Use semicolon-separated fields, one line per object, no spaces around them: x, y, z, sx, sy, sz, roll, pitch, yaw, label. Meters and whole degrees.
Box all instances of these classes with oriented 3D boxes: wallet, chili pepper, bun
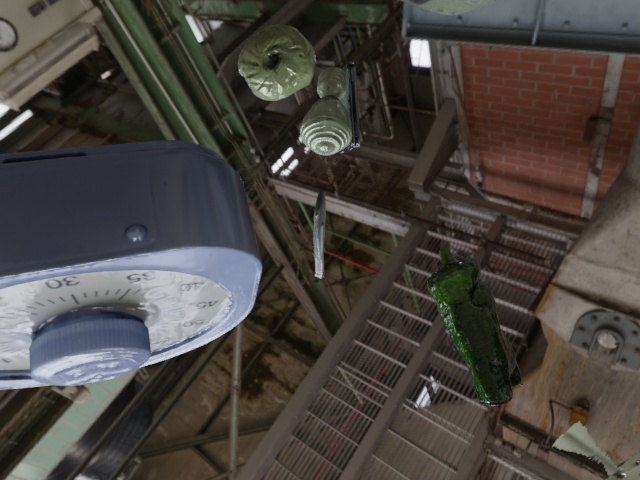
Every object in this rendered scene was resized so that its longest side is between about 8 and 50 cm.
0.061;-0.345;1.253;0.036;0.222;0.167;-2;-179;-17;wallet
0.265;0.140;0.817;0.099;0.136;0.270;-26;-103;42;chili pepper
-0.121;-0.505;1.295;0.221;0.108;0.221;-2;-104;6;bun

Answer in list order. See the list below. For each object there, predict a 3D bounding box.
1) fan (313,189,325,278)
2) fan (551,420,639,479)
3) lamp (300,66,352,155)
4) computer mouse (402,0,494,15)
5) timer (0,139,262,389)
0.000;0.000;0.911;0.023;0.282;0.057;9;-119;5;fan
0.353;0.276;0.549;0.233;0.414;0.012;-45;-143;4;fan
0.017;-0.261;0.948;0.106;0.106;0.193;-3;-118;20;lamp
0.160;-0.436;0.689;0.197;0.330;0.095;6;-86;47;computer mouse
-0.260;0.069;0.531;0.395;0.395;0.173;-22;-115;4;timer
